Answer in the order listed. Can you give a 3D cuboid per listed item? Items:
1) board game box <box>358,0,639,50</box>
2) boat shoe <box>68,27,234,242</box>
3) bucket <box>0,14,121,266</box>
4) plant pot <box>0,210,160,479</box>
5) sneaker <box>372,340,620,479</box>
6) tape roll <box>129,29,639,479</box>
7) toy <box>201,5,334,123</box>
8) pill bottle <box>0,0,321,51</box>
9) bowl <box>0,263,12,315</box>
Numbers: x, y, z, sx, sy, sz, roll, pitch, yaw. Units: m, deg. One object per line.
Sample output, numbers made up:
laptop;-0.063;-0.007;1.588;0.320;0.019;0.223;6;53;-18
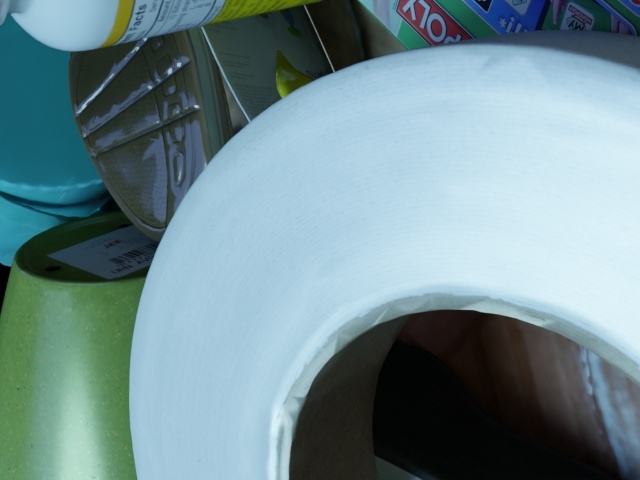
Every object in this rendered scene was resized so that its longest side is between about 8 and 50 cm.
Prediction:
board game box;0.058;-0.193;0.450;0.317;0.046;0.213;51;146;29
boat shoe;-0.108;-0.143;0.683;0.109;0.098;0.302;-28;75;32
bucket;-0.240;-0.123;0.769;0.183;0.281;0.281;-28;83;56
plant pot;-0.117;0.137;0.715;0.275;0.275;0.293;25;124;51
sneaker;0.065;0.179;0.590;0.295;0.124;0.178;31;122;46
tape roll;0.081;0.113;0.415;0.392;0.072;0.391;12;111;35
toy;-0.066;-0.150;0.585;0.056;0.137;0.237;-32;80;24
pill bottle;-0.078;-0.147;0.443;0.117;0.208;0.117;36;136;44
bowl;-0.287;0.087;0.978;0.391;0.077;0.391;60;180;0
